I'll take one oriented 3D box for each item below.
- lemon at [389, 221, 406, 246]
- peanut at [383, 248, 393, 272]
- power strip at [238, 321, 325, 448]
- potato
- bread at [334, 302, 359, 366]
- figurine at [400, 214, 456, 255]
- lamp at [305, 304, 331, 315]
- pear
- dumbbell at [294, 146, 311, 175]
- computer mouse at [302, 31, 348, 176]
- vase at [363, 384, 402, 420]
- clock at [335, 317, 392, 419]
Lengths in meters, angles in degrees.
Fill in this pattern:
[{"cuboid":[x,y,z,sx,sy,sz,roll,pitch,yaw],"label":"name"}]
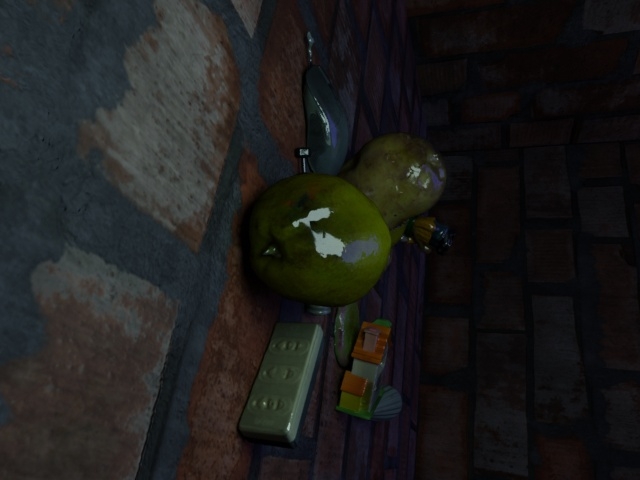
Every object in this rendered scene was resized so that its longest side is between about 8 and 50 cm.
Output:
[{"cuboid":[0.187,-0.061,1.552,0.184,0.184,0.248,-57,138,-57],"label":"lemon"},{"cuboid":[0.229,0.027,1.825,0.099,0.099,0.214,38,48,-66],"label":"peanut"},{"cuboid":[-0.067,0.267,0.937,0.256,0.105,0.070,-71,153,-46],"label":"power strip"},{"cuboid":[0.212,-0.199,1.351,0.237,0.289,0.301,-56,178,37],"label":"potato"},{"cuboid":[0.089,0.282,1.493,0.228,0.033,0.228,2,90,-71],"label":"bread"},{"cuboid":[0.315,-0.074,1.711,0.185,0.332,0.204,86,16,-70],"label":"figurine"},{"cuboid":[0.002,0.086,1.161,0.106,0.106,0.193,-21,119,-70],"label":"lamp"},{"cuboid":[0.000,0.000,0.931,0.321,0.269,0.269,-6,96,-52],"label":"pear"},{"cuboid":[-0.039,-0.178,1.125,0.036,0.040,0.083,-8,99,-40],"label":"dumbbell"},{"cuboid":[0.016,-0.331,1.216,0.167,0.090,0.379,-51,136,-62],"label":"computer mouse"},{"cuboid":[0.205,0.586,1.701,0.248,0.128,0.128,19,72,-61],"label":"vase"},{"cuboid":[0.147,0.378,1.479,0.220,0.106,0.255,-11,111,-71],"label":"clock"}]
